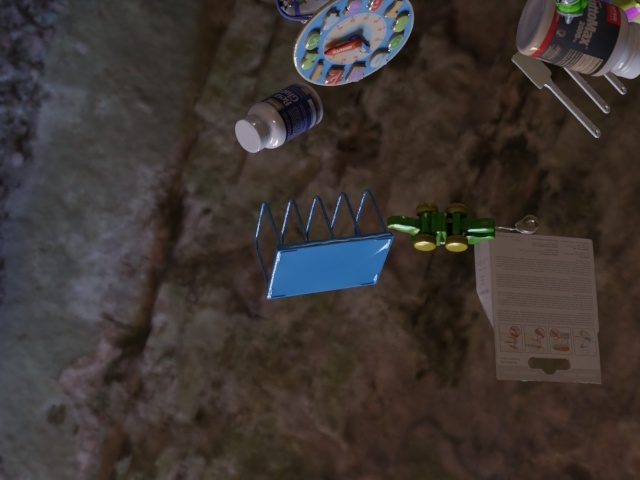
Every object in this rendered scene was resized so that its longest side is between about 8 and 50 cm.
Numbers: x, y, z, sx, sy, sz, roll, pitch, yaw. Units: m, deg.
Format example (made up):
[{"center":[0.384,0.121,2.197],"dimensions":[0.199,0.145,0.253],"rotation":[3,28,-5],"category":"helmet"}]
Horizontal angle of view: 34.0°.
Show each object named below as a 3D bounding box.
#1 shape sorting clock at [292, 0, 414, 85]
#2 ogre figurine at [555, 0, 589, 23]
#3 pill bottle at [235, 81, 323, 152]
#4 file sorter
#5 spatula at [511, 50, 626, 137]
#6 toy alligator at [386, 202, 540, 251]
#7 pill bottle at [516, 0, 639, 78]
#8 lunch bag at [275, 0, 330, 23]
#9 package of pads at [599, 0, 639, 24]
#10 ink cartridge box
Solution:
[{"center":[0.054,-0.317,1.645],"dimensions":[0.206,0.206,0.040],"rotation":[101,-31,-60],"category":"shape sorting clock"},{"center":[0.289,-0.323,1.141],"dimensions":[0.118,0.097,0.197],"rotation":[73,14,-65],"category":"ogre figurine"},{"center":[-0.082,-0.236,2.032],"dimensions":[0.169,0.094,0.094],"rotation":[-35,153,-36],"category":"pill bottle"},{"center":[0.000,0.000,1.517],"dimensions":[0.118,0.170,0.104],"rotation":[106,-28,-52],"category":"file sorter"},{"center":[0.497,-0.330,2.041],"dimensions":[0.168,0.242,0.019],"rotation":[-54,-165,-22],"category":"spatula"},{"center":[0.179,-0.012,1.324],"dimensions":[0.051,0.190,0.056],"rotation":[78,14,-64],"category":"toy alligator"},{"center":[0.393,-0.304,1.548],"dimensions":[0.108,0.180,0.108],"rotation":[-166,-90,-78],"category":"pill bottle"},{"center":[0.010,-0.573,2.055],"dimensions":[0.115,0.243,0.303],"rotation":[-27,117,-62],"category":"lunch bag"},{"center":[0.661,-0.564,2.090],"dimensions":[0.229,0.101,0.296],"rotation":[175,-64,-78],"category":"package of pads"},{"center":[0.327,0.102,1.570],"dimensions":[0.056,0.181,0.224],"rotation":[145,-52,-68],"category":"ink cartridge box"}]
